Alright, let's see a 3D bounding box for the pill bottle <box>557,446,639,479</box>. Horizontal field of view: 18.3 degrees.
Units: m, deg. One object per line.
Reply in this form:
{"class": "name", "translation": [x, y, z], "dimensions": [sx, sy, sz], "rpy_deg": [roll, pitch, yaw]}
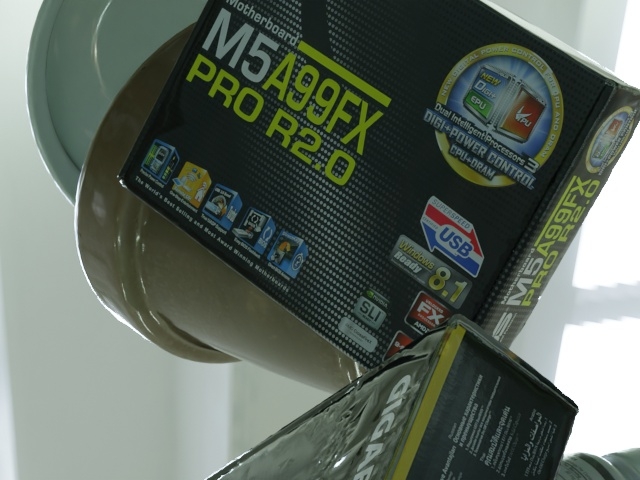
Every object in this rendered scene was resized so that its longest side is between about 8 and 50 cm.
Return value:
{"class": "pill bottle", "translation": [0.114, 0.150, 0.999], "dimensions": [0.137, 0.078, 0.078], "rpy_deg": [-11, -137, -29]}

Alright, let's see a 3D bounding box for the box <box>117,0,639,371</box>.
{"class": "box", "translation": [0.030, -0.059, 1.175], "dimensions": [0.270, 0.216, 0.060], "rpy_deg": [36, -164, 28]}

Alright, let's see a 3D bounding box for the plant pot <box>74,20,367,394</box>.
{"class": "plant pot", "translation": [0.000, 0.000, 1.343], "dimensions": [0.263, 0.263, 0.229], "rpy_deg": [-25, -139, -28]}

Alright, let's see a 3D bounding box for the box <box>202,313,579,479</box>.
{"class": "box", "translation": [-0.038, 0.210, 0.817], "dimensions": [0.079, 0.257, 0.322], "rpy_deg": [37, -130, -12]}

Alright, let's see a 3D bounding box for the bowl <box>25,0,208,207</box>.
{"class": "bowl", "translation": [-0.103, -0.146, 1.564], "dimensions": [0.298, 0.298, 0.134], "rpy_deg": [-14, -155, -19]}
